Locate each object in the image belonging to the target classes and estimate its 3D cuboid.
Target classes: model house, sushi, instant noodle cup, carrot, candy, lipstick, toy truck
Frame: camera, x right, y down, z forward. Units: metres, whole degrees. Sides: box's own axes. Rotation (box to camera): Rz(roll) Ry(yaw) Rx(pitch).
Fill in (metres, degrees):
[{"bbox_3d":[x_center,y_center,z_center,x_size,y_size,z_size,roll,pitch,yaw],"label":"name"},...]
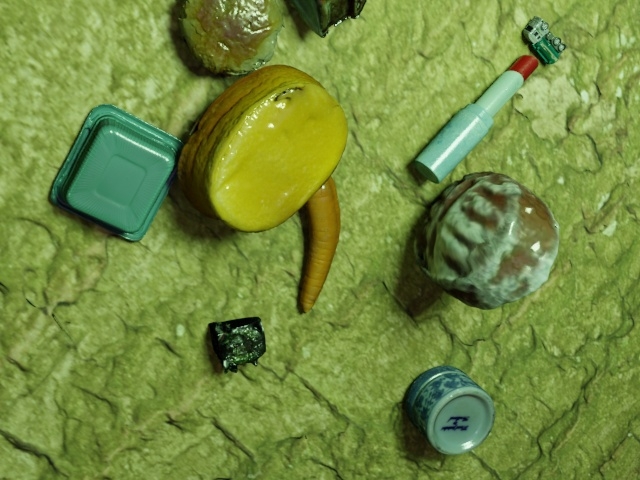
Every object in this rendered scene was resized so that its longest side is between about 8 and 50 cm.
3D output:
[{"bbox_3d":[0.019,-0.408,1.004,0.152,0.106,0.165,-32,129,-12],"label":"model house"},{"bbox_3d":[-0.139,0.178,1.174,0.083,0.056,0.085,-15,112,-21],"label":"sushi"},{"bbox_3d":[-0.298,-0.094,1.016,0.157,0.070,0.179,27,99,-23],"label":"instant noodle cup"},{"bbox_3d":[0.000,0.000,1.159,0.066,0.062,0.271,-27,124,-45],"label":"carrot"},{"bbox_3d":[0.260,-0.007,1.119,0.157,0.289,0.214,33,92,-18],"label":"candy"},{"bbox_3d":[0.272,-0.214,1.170,0.274,0.068,0.061,-47,109,-6],"label":"lipstick"},{"bbox_3d":[0.385,-0.344,1.179,0.083,0.039,0.044,36,108,-27],"label":"toy truck"}]

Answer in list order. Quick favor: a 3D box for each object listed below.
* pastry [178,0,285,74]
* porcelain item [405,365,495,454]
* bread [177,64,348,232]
[{"bbox_3d":[-0.130,-0.314,0.988,0.153,0.081,0.153,-8,115,-18],"label":"pastry"},{"bbox_3d":[0.248,0.324,1.320,0.147,0.114,0.147,-5,108,-17],"label":"porcelain item"},{"bbox_3d":[-0.085,-0.136,1.030,0.270,0.142,0.195,-49,127,-2],"label":"bread"}]
